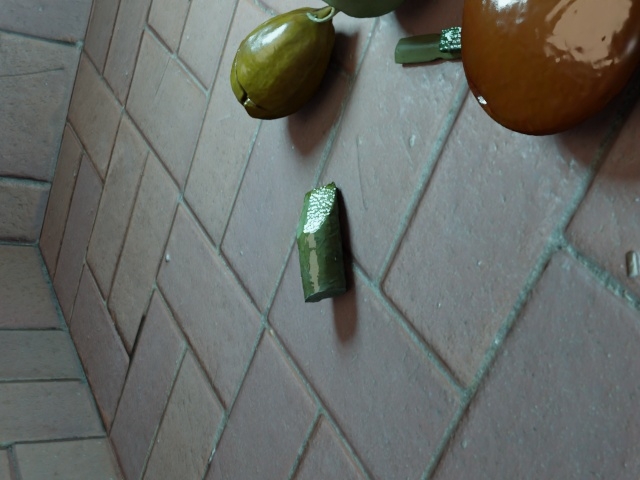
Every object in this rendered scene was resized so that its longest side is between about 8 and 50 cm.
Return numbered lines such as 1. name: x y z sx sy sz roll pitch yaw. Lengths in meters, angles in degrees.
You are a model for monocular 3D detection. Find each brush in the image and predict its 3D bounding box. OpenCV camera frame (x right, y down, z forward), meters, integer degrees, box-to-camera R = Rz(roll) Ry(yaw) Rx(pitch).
1. brush: 0.223 -0.366 1.508 0.282 0.048 0.054 13 94 58

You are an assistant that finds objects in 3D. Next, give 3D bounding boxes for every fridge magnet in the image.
1. fridge magnet: 0.352 -0.337 1.209 0.363 0.155 0.363 -7 81 56

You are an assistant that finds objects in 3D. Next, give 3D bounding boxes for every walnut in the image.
1. walnut: -0.078 -0.415 1.833 0.336 0.209 0.209 -43 52 37

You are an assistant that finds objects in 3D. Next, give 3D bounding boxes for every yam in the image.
1. yam: 0.000 0.000 1.757 0.106 0.106 0.259 -25 68 53

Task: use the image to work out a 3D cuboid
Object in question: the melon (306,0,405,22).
1. melon: 0.087 -0.574 1.546 0.272 0.272 0.308 22 113 55
